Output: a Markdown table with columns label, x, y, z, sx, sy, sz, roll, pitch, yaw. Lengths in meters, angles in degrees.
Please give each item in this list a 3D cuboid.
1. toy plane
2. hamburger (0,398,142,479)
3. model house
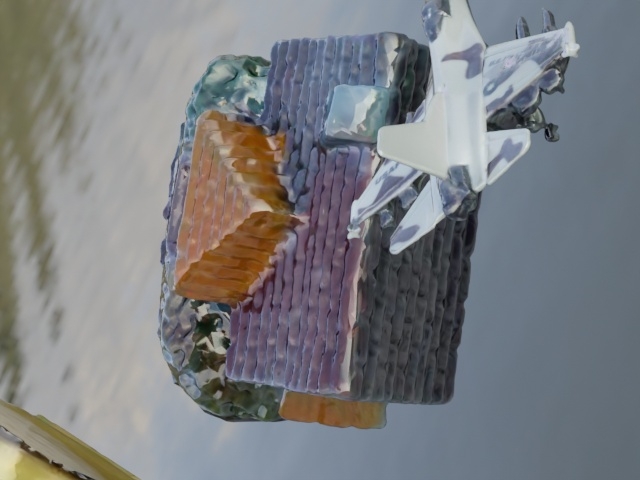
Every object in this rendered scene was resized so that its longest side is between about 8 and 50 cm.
| label | x | y | z | sx | sy | sz | roll | pitch | yaw |
| --- | --- | --- | --- | --- | --- | --- | --- | --- | --- |
| toy plane | 0.076 | -0.072 | 0.954 | 0.160 | 0.082 | 0.234 | -40 | 14 | 28 |
| hamburger | -0.221 | 0.188 | 1.238 | 0.149 | 0.237 | 0.237 | -60 | 17 | -3 |
| model house | 0.000 | 0.000 | 1.649 | 0.339 | 0.297 | 0.360 | 144 | 135 | -86 |
